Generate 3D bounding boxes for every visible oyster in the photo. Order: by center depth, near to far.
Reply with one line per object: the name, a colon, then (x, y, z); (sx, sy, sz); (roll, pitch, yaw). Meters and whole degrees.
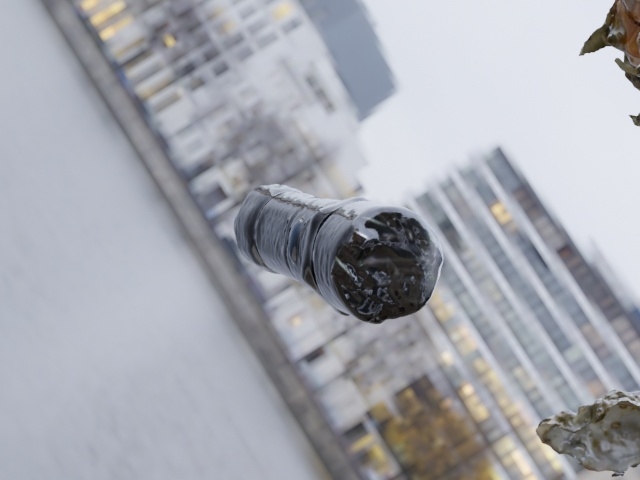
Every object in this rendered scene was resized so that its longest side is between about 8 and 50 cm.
oyster: (0.254, 0.151, 1.541); (0.148, 0.103, 0.051); (25, 42, -37)

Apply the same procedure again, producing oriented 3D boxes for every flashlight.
flashlight: (0.000, 0.000, 1.692); (0.103, 0.103, 0.424); (59, -11, -13)

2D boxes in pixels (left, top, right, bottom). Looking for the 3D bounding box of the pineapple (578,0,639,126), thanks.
pineapple: (0.296, -0.193, 1.137); (0.209, 0.344, 0.286); (43, 23, -20)
